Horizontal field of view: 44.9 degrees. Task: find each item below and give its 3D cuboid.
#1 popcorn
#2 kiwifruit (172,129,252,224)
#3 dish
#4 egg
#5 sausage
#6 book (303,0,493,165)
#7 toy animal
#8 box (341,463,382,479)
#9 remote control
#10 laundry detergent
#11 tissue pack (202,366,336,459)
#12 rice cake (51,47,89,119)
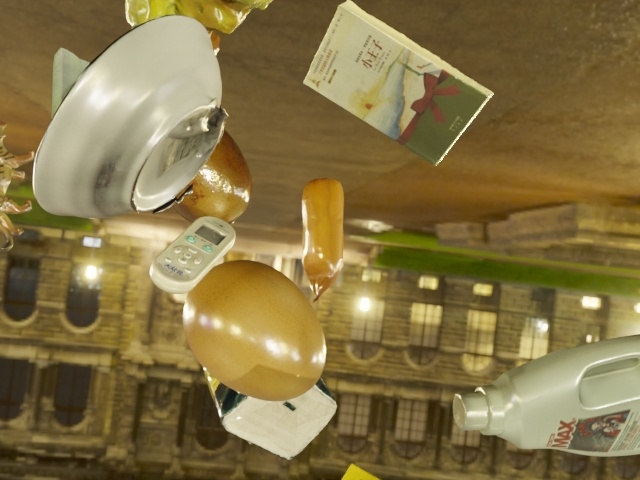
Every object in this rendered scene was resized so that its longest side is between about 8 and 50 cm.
[{"bbox_3d":[-0.222,-0.488,1.380,0.326,0.289,0.321,-31,-173,-21],"label":"popcorn"},{"bbox_3d":[-0.245,-0.137,1.633,0.196,0.233,0.196,-26,-175,2],"label":"kiwifruit"},{"bbox_3d":[-0.214,-0.128,0.994,0.106,0.316,0.316,39,-175,11],"label":"dish"},{"bbox_3d":[-0.131,0.184,1.573,0.322,0.250,0.250,41,-171,17],"label":"egg"},{"bbox_3d":[0.006,0.001,2.024,0.112,0.328,0.112,1,171,0],"label":"sausage"},{"bbox_3d":[0.126,-0.263,1.331,0.290,0.026,0.201,31,144,-2],"label":"book"},{"bbox_3d":[-0.568,-0.102,1.374,0.099,0.241,0.057,10,166,-41],"label":"toy animal"},{"bbox_3d":[0.113,0.402,0.938,0.279,0.153,0.041,21,157,35],"label":"box"},{"bbox_3d":[-0.213,0.024,1.306,0.078,0.042,0.221,27,-149,5],"label":"remote control"},{"bbox_3d":[0.434,0.274,1.353,0.398,0.263,0.124,-1,-142,-10],"label":"laundry detergent"},{"bbox_3d":[-0.163,0.379,2.208,0.264,0.253,0.416,39,-173,-30],"label":"tissue pack"},{"bbox_3d":[-0.456,-0.269,1.433,0.042,0.221,0.080,-35,134,21],"label":"rice cake"}]
